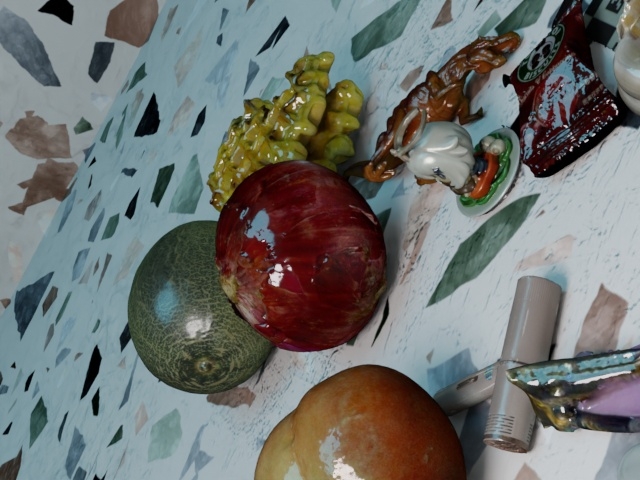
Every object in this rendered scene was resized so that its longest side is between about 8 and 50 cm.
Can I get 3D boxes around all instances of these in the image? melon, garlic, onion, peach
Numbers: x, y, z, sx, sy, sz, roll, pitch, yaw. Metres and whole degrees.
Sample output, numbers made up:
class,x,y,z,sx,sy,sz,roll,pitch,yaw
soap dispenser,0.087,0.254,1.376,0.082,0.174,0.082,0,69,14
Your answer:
class,x,y,z,sx,sy,sz,roll,pitch,yaw
melon,-0.188,0.103,2.023,0.249,0.248,0.329,-53,21,26
garlic,0.390,-0.169,1.277,0.194,0.131,0.127,29,98,28
onion,-0.024,0.025,1.783,0.276,0.276,0.276,-45,32,38
peach,0.047,0.267,1.424,0.252,0.252,0.252,-45,32,38

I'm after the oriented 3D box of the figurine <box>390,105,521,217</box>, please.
class,x,y,z,sx,sy,sz,roll,pitch,yaw
figurine,0.166,-0.116,1.615,0.132,0.153,0.132,-44,32,38

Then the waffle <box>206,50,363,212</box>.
class,x,y,z,sx,sy,sz,roll,pitch,yaw
waffle,-0.065,-0.153,2.096,0.324,0.151,0.261,-32,33,57

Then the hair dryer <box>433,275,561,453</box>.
class,x,y,z,sx,sy,sz,roll,pitch,yaw
hair dryer,0.192,0.152,1.467,0.220,0.053,0.195,-26,45,64

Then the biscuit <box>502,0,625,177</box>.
class,x,y,z,sx,sy,sz,roll,pitch,yaw
biscuit,0.290,-0.192,1.546,0.151,0.063,0.235,-44,31,34

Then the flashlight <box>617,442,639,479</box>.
class,x,y,z,sx,sy,sz,roll,pitch,yaw
flashlight,0.342,0.196,1.116,0.200,0.047,0.093,-29,44,52

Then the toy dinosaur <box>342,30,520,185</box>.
class,x,y,z,sx,sy,sz,roll,pitch,yaw
toy dinosaur,0.121,-0.142,1.801,0.432,0.097,0.208,-38,22,40

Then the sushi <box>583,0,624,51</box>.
class,x,y,z,sx,sy,sz,roll,pitch,yaw
sushi,0.434,-0.368,1.414,0.359,0.064,0.343,-61,25,12

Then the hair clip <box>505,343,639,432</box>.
class,x,y,z,sx,sy,sz,roll,pitch,yaw
hair clip,0.328,0.121,1.205,0.358,0.096,0.110,-23,13,45
